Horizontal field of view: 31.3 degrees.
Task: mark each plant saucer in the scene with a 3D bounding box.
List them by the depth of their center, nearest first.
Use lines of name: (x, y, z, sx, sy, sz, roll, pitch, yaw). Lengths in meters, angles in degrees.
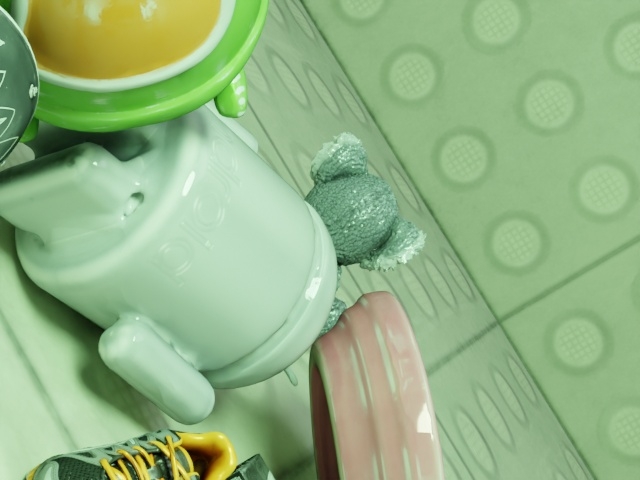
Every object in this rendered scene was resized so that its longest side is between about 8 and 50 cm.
plant saucer: (0.046, 0.215, 1.073, 0.332, 0.084, 0.332, 175, -90, -84)

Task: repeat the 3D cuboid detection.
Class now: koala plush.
koala plush: (0.000, 0.000, 1.334, 0.196, 0.221, 0.203, 60, 15, 9)

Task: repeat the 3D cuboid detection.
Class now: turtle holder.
turtle holder: (-0.150, -0.245, 0.801, 0.227, 0.243, 0.320, 94, 7, -59)

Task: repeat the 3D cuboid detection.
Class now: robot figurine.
robot figurine: (-0.118, 0.003, 0.987, 0.353, 0.200, 0.299, 42, 48, -45)

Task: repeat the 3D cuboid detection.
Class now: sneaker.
sneaker: (-0.133, 0.173, 0.819, 0.084, 0.083, 0.215, 61, 16, 9)

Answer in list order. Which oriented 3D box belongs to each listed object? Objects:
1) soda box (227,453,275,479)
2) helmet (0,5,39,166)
soda box: (-0.038, 0.272, 0.977, 0.169, 0.053, 0.060, 59, 15, 4)
helmet: (-0.261, -0.094, 0.677, 0.161, 0.169, 0.169, 46, 4, 39)
